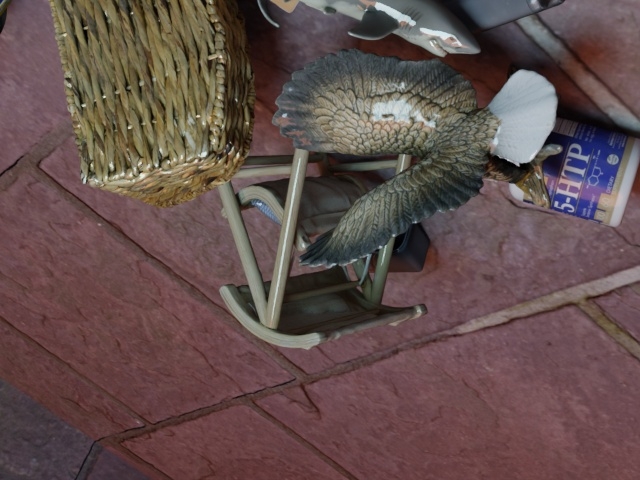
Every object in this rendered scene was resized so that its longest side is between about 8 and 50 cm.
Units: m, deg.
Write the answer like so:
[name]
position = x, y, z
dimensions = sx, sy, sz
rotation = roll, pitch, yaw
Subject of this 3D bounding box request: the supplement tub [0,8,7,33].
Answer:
[supplement tub]
position = -0.551, -0.273, 1.521
dimensions = 0.207, 0.338, 0.207
rotation = 17, 146, 12

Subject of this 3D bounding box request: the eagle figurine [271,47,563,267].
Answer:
[eagle figurine]
position = 0.111, -0.092, 1.304
dimensions = 0.298, 0.226, 0.225
rotation = -3, 113, -12

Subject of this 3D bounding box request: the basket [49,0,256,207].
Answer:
[basket]
position = -0.178, -0.210, 1.424
dimensions = 0.213, 0.299, 0.223
rotation = -15, 170, 14

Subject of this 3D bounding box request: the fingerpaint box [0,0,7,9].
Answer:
[fingerpaint box]
position = -0.380, -0.340, 1.219
dimensions = 0.163, 0.445, 0.371
rotation = 33, 146, -13

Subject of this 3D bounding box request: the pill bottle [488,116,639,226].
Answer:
[pill bottle]
position = 0.289, -0.093, 1.424
dimensions = 0.186, 0.112, 0.112
rotation = 16, 146, 13

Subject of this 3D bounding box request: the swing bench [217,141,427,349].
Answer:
[swing bench]
position = 0.000, 0.000, 1.524
dimensions = 0.165, 0.253, 0.255
rotation = -2, 93, 36

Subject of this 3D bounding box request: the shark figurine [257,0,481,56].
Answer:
[shark figurine]
position = 0.034, -0.285, 1.245
dimensions = 0.278, 0.166, 0.116
rotation = 10, 114, -28

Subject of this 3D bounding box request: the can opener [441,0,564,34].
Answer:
[can opener]
position = 0.222, -0.291, 1.254
dimensions = 0.283, 0.076, 0.095
rotation = -12, 99, 44

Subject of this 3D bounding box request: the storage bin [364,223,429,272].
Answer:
[storage bin]
position = 0.092, 0.009, 1.721
dimensions = 0.135, 0.098, 0.091
rotation = -3, 148, 36

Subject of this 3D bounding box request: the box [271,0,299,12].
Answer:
[box]
position = -0.041, -0.360, 1.290
dimensions = 0.130, 0.091, 0.170
rotation = 30, 147, -7
